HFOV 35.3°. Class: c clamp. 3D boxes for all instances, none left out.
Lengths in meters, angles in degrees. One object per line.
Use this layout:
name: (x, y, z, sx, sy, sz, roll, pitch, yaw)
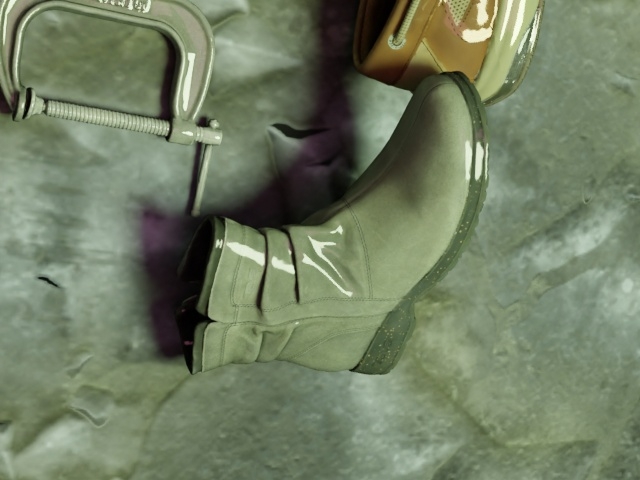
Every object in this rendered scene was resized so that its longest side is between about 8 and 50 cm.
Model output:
c clamp: (-0.131, -0.096, 0.635, 0.161, 0.022, 0.137, 14, 99, -25)

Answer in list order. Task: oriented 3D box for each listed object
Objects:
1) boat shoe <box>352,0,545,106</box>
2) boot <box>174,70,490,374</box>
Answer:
boat shoe: (0.086, -0.246, 0.631, 0.120, 0.122, 0.323, 2, 104, -17)
boot: (0.000, 0.000, 0.648, 0.161, 0.083, 0.246, 4, 126, -25)
